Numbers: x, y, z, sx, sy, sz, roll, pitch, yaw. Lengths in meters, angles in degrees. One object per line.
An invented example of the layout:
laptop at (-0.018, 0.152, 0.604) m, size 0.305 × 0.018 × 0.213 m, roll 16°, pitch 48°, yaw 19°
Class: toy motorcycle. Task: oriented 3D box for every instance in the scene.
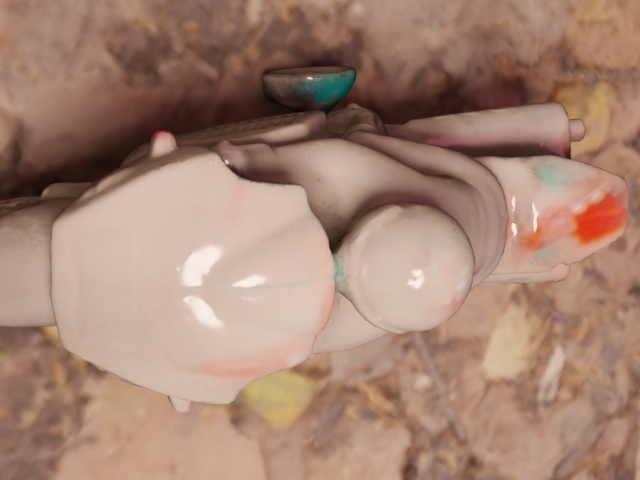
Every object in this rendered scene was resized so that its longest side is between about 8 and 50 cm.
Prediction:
toy motorcycle at (0.000, 0.000, 0.519) m, size 0.260 × 0.171 × 0.110 m, roll -8°, pitch 104°, yaw -26°
